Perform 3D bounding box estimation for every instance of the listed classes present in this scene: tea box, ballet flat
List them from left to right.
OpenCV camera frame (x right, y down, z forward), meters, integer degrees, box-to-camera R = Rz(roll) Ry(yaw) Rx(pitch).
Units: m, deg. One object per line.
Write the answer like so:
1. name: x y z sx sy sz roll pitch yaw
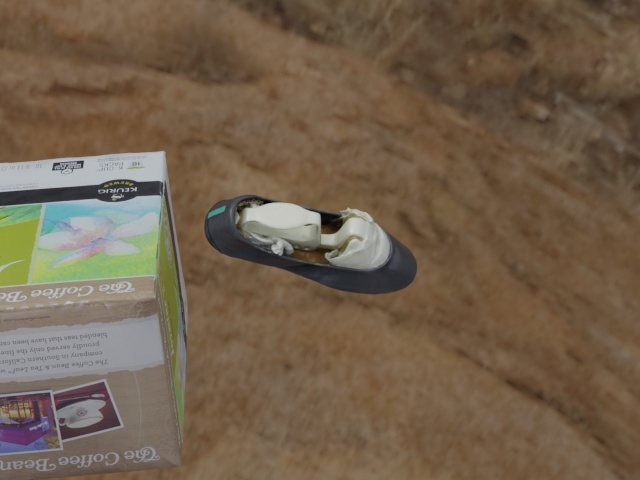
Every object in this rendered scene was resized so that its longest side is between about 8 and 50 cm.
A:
1. tea box: -0.316 0.079 1.786 0.329 0.220 0.323 -5 31 -1
2. ballet flat: 0.000 0.000 1.478 0.203 0.074 0.074 13 50 -17
